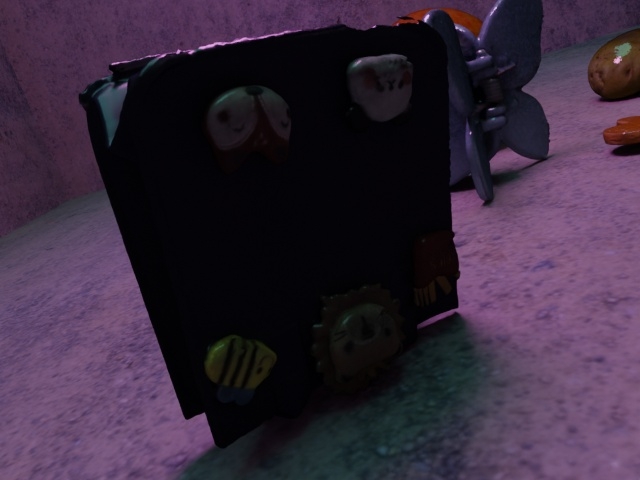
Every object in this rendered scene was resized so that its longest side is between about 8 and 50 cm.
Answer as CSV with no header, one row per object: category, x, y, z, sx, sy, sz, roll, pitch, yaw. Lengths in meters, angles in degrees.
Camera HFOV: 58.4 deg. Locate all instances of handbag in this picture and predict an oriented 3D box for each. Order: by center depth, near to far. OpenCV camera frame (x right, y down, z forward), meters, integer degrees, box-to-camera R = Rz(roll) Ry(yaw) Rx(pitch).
handbag,-0.008,-0.016,0.511,0.303,0.329,0.122,-22,18,-32

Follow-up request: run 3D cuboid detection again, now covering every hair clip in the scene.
hair clip,0.233,-0.249,1.032,0.238,0.318,0.392,-2,24,45

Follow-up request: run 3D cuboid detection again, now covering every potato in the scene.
potato,0.762,-0.434,1.392,0.228,0.149,0.197,-21,2,-4

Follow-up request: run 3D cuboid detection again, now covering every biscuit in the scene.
biscuit,0.596,-0.199,0.987,0.250,0.036,0.165,-19,15,-18

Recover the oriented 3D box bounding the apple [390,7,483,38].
apple,0.260,-0.347,1.308,0.339,0.340,0.339,-16,16,5
